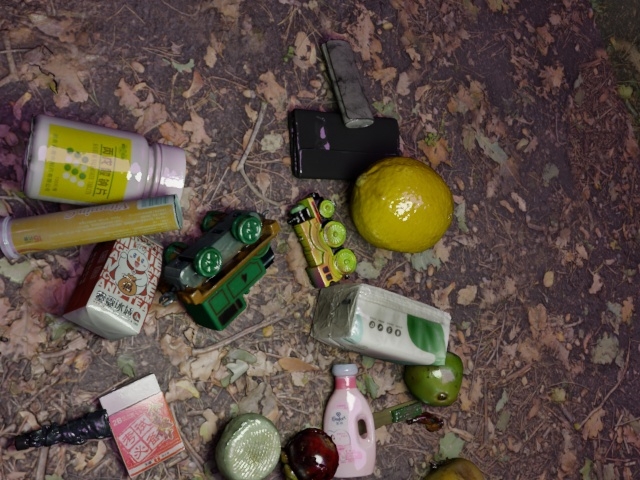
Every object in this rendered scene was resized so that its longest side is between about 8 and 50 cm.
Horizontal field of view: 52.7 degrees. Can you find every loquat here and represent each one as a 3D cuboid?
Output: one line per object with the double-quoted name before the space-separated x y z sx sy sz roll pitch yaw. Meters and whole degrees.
"loquat" 0.435 0.801 2.091 0.213 0.213 0.213 4 81 -28

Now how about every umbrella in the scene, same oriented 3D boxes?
"umbrella" -0.640 0.481 1.613 0.224 0.071 0.080 -9 96 -20

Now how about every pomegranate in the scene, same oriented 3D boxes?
"pomegranate" 0.363 0.415 2.112 0.159 0.190 0.240 18 76 -11

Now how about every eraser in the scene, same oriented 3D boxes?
"eraser" -0.476 0.487 1.719 0.157 0.038 0.230 -23 95 -29

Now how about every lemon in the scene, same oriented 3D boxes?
"lemon" 0.256 -0.109 2.054 0.336 0.336 0.335 4 81 -28

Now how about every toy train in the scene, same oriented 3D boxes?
"toy train" -0.267 0.075 1.810 0.429 0.178 0.249 -44 124 -33
"toy train" 0.000 0.000 2.015 0.161 0.100 0.296 -25 95 -28

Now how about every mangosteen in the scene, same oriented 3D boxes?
"mangosteen" -0.037 0.639 1.881 0.180 0.166 0.166 -39 104 4

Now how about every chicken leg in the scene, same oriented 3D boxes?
"chicken leg" 0.354 0.607 2.169 0.145 0.037 0.062 26 85 -26

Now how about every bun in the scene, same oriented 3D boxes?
"bun" -0.207 0.579 1.810 0.196 0.118 0.195 0 89 -29

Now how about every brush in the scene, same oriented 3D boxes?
"brush" 0.214 0.574 2.087 0.283 0.048 0.054 -9 89 -28

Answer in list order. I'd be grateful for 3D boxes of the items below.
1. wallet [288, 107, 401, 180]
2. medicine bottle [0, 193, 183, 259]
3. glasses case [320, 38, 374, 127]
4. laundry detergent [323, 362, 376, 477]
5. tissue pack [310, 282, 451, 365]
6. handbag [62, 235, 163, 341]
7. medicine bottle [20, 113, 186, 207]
"wallet" 0.090 -0.308 2.128 0.406 0.062 0.228 -1 83 -30
"medicine bottle" -0.561 -0.037 1.600 0.426 0.108 0.108 -9 87 -2
"glasses case" 0.089 -0.515 2.121 0.114 0.060 0.299 -7 74 -32
"laundry detergent" 0.086 0.546 1.983 0.159 0.088 0.334 -2 82 -3
"tissue pack" 0.187 0.265 1.987 0.357 0.266 0.193 20 74 -25
"handbag" -0.523 0.099 1.695 0.171 0.151 0.298 37 50 -31
"medicine bottle" -0.558 -0.187 1.667 0.379 0.214 0.213 8 80 -28
